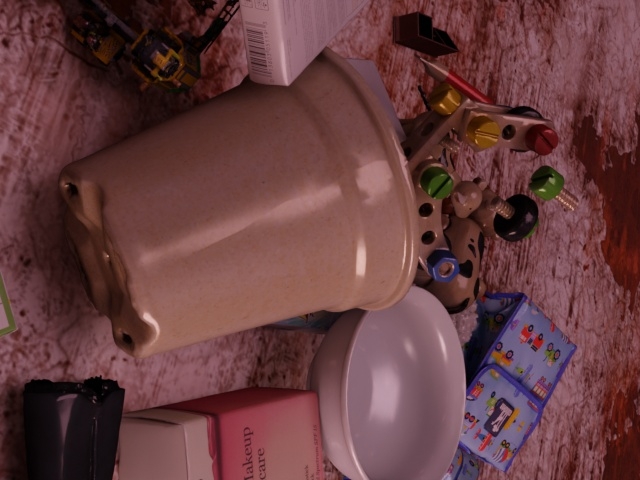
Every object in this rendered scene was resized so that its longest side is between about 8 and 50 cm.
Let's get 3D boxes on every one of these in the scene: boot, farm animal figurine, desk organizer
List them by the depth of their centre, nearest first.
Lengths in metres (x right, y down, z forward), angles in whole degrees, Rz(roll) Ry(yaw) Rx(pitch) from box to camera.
[{"bbox_3d":[-0.302,0.249,0.982,0.246,0.094,0.207,-1,91,-56],"label":"boot"},{"bbox_3d":[0.208,-0.026,1.477,0.330,0.172,0.326,42,53,-56],"label":"farm animal figurine"},{"bbox_3d":[0.184,-0.353,1.631,0.130,0.050,0.047,5,83,-49],"label":"desk organizer"}]

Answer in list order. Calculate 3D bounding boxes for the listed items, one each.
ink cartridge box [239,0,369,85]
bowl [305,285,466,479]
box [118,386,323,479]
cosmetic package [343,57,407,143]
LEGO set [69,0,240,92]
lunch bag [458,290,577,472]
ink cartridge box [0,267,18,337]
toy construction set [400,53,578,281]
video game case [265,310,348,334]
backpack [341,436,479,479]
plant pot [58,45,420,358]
[{"bbox_3d":[-0.010,-0.295,0.997,0.224,0.056,0.181,-55,151,-41],"label":"ink cartridge box"},{"bbox_3d":[0.073,0.211,1.324,0.298,0.134,0.297,7,81,-51],"label":"bowl"},{"bbox_3d":[-0.118,0.271,1.171,0.232,0.127,0.148,-4,90,-49],"label":"box"},{"bbox_3d":[0.060,-0.141,1.359,0.117,0.085,0.231,-10,75,-54],"label":"cosmetic package"},{"bbox_3d":[-0.166,-0.329,1.001,0.255,0.331,0.192,50,8,9],"label":"LEGO set"},{"bbox_3d":[0.301,0.257,1.680,0.221,0.138,0.293,39,71,-41],"label":"lunch bag"},{"bbox_3d":[-0.372,-0.001,0.915,0.062,0.109,0.209,-25,105,-48],"label":"ink cartridge box"},{"bbox_3d":[0.133,-0.132,1.200,0.237,0.257,0.308,31,37,-25],"label":"toy construction set"},{"bbox_3d":[0.000,0.000,1.381,0.244,0.061,0.269,13,77,-47],"label":"video game case"},{"bbox_3d":[0.141,0.348,1.427,0.158,0.173,0.117,-52,124,-37],"label":"backpack"},{"bbox_3d":[-0.110,-0.022,1.067,0.306,0.334,0.333,-22,105,-25],"label":"plant pot"}]
